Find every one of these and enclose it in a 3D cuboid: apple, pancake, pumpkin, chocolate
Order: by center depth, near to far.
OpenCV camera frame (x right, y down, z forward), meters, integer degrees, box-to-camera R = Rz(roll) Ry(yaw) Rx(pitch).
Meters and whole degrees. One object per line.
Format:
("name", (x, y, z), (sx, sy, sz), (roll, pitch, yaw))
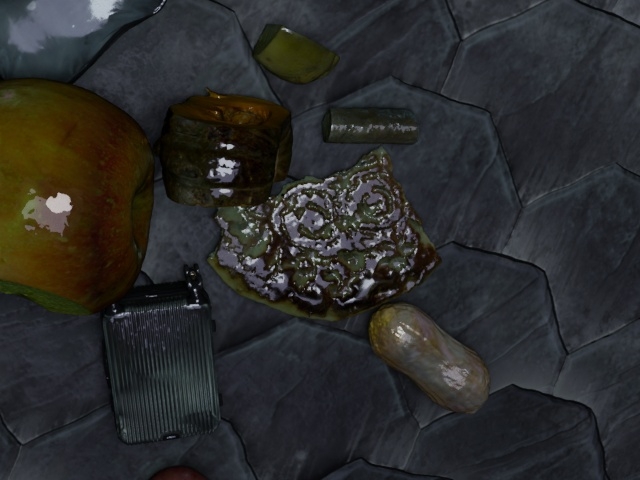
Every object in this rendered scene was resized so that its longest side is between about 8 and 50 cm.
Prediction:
("apple", (-0.437, -0.058, 1.392), (0.374, 0.374, 0.384), (-3, 135, -13))
("pumpkin", (-0.166, -0.151, 1.444), (0.222, 0.317, 0.139), (10, 111, 4))
("pancake", (0.002, 0.005, 1.671), (0.427, 0.067, 0.305), (-15, 102, -8))
("apple", (-0.268, 0.509, 1.713), (0.153, 0.120, 0.153), (-4, 107, -13))
("chocolate", (0.218, 0.229, 1.743), (0.309, 0.134, 0.134), (41, 93, -21))

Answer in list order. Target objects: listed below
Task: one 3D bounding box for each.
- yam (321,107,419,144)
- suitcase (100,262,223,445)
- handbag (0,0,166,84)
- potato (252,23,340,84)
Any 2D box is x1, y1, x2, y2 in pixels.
("yam", (0.088, -0.205, 1.616), (0.169, 0.068, 0.068), (1, 106, -12))
("suitcase", (-0.287, 0.207, 1.614), (0.202, 0.128, 0.312), (-6, 108, -12))
("handbag", (-0.407, -0.373, 1.445), (0.332, 0.075, 0.191), (-39, 109, 4))
("potato", (-0.034, -0.303, 1.527), (0.149, 0.120, 0.081), (22, 99, -18))
